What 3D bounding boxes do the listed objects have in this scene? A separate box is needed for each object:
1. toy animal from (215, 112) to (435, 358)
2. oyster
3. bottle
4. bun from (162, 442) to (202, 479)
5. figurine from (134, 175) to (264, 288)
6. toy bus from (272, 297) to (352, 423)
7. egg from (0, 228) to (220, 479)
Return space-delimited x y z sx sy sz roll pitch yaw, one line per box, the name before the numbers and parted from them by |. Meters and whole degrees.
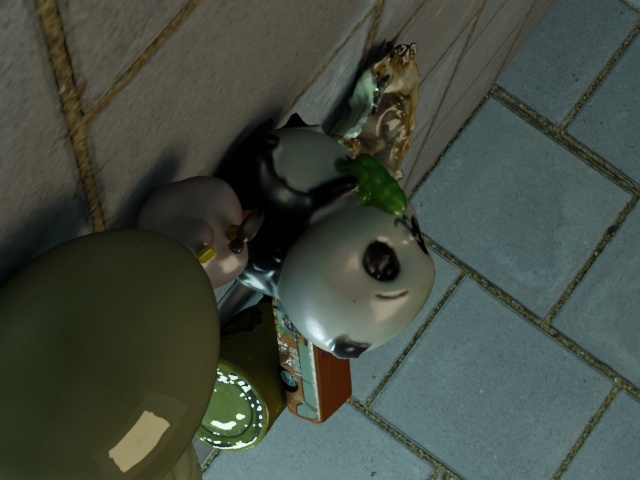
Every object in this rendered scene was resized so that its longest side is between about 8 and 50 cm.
toy animal | 0.005 -0.007 1.398 0.212 0.267 0.212 -52 168 -16
oyster | 0.063 -0.135 1.811 0.201 0.107 0.354 -50 151 -47
bottle | -0.096 0.190 2.098 0.171 0.171 0.351 -58 174 32
bun | -0.250 0.299 1.326 0.361 0.213 0.361 -57 178 -3
figurine | -0.136 0.012 1.186 0.229 0.112 0.137 -43 173 35
toy bus | -0.019 0.108 1.865 0.093 0.092 0.409 -40 141 -33
egg | -0.174 0.096 0.971 0.253 0.188 0.188 -60 178 -40
